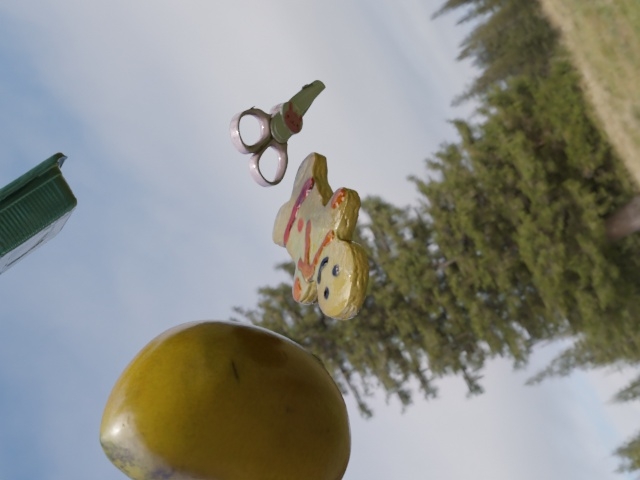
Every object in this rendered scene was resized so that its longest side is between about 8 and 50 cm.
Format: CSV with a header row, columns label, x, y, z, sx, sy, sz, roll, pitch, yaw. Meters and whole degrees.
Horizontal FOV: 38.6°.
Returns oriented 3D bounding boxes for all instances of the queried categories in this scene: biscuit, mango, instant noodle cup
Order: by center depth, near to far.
label,x,y,z,sx,sy,sz,roll,pitch,yaw
mango,-0.094,0.192,0.971,0.317,0.172,0.211,25,-118,-48
biscuit,0.000,0.000,1.031,0.030,0.153,0.234,8,-147,-25
instant noodle cup,-0.372,-0.017,1.099,0.070,0.157,0.179,51,-125,-3

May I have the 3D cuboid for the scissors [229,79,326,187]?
label,x,y,z,sx,sy,sz,roll,pitch,yaw
scissors,-0.053,-0.180,1.379,0.118,0.030,0.242,62,-141,-21

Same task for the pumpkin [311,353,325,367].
label,x,y,z,sx,sy,sz,roll,pitch,yaw
pumpkin,-0.009,0.190,1.193,0.050,0.028,0.083,-12,-67,-57
